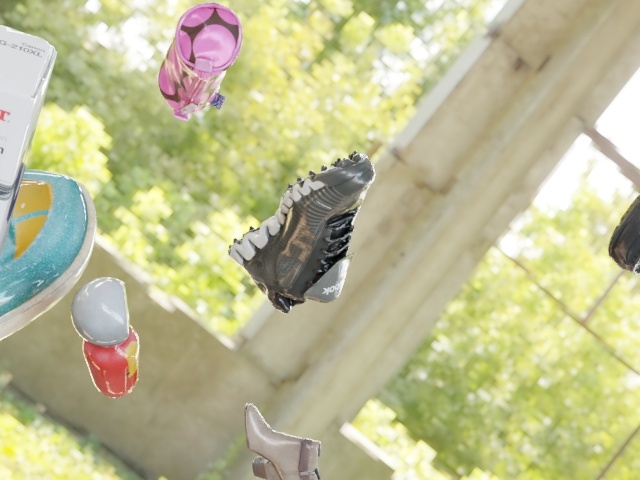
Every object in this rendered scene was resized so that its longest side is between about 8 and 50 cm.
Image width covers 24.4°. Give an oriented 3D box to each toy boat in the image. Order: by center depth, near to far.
[{"bbox_3d":[-0.304,0.034,1.529,0.318,0.267,0.148,32,-34,25],"label":"toy boat"}]

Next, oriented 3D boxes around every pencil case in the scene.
[{"bbox_3d":[-0.152,-0.221,1.853,0.095,0.098,0.209,22,-14,-5],"label":"pencil case"}]

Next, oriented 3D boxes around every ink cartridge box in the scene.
[{"bbox_3d":[-0.345,-0.076,1.287,0.172,0.237,0.100,17,32,-8],"label":"ink cartridge box"}]

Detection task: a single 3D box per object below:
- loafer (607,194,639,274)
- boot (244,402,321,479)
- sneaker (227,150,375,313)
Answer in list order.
[{"bbox_3d":[0.301,-0.045,1.053,0.078,0.223,0.076,53,21,17],"label":"loafer"},{"bbox_3d":[-0.043,0.249,1.803,0.042,0.087,0.118,-69,155,-57],"label":"boot"},{"bbox_3d":[0.000,0.000,1.380,0.106,0.078,0.234,58,-36,7],"label":"sneaker"}]
